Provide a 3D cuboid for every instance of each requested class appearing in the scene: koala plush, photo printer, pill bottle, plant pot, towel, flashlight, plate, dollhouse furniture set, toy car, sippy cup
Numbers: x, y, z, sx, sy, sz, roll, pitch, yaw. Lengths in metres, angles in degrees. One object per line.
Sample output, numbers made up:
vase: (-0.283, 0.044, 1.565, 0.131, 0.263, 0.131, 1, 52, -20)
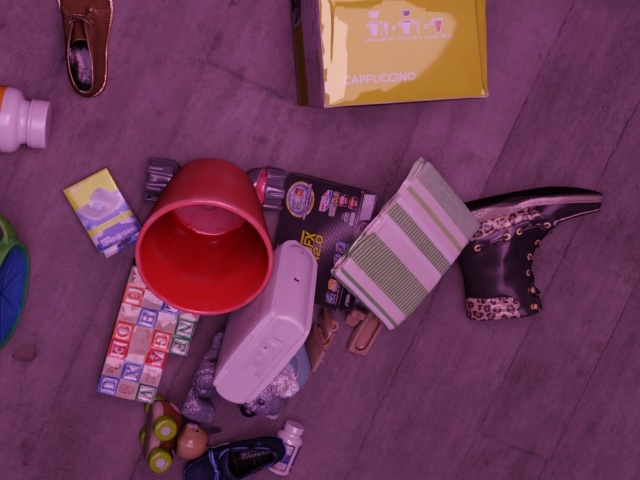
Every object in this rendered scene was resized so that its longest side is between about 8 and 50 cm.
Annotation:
koala plush: (-0.165, 0.318, 1.796, 0.221, 0.203, 0.196, 25, 135, -2)
photo printer: (-0.110, 0.156, 1.671, 0.107, 0.307, 0.256, 31, 118, -15)
pill bottle: (-0.083, 0.497, 1.923, 0.067, 0.067, 0.120, 21, 95, -14)
plant pot: (-0.230, -0.027, 1.630, 0.274, 0.243, 0.275, -2, 124, -3)
towel: (0.191, 0.014, 1.748, 0.325, 0.038, 0.248, -51, 122, -11)
flashlight: (-0.230, -0.129, 1.768, 0.304, 0.103, 0.103, 8, 136, -9)
plate: (-0.114, 0.302, 1.904, 0.188, 0.024, 0.188, -2, 101, -12)
dollhouse furniture set: (0.067, 0.235, 1.863, 0.151, 0.123, 0.144, 21, 111, -18)
pill bottle: (-0.682, -0.252, 1.629, 0.245, 0.136, 0.136, 6, 99, -12)
toy car: (-0.305, 0.442, 1.832, 0.188, 0.155, 0.149, 7, 99, -22)
sippy cup: (-0.750, 0.094, 1.647, 0.224, 0.240, 0.306, 9, 59, -2)

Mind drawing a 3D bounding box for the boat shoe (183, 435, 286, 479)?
boat shoe: (-0.211, 0.513, 1.865, 0.258, 0.089, 0.109, -26, 88, 9)

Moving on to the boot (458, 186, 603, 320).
boot: (0.497, 0.028, 1.919, 0.377, 0.138, 0.284, -10, 101, -6)

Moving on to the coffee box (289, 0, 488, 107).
coffee box: (0.128, -0.451, 1.656, 0.337, 0.334, 0.338, -5, 101, -10)

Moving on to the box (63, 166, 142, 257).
box: (-0.472, -0.058, 1.757, 0.109, 0.042, 0.178, -29, 104, -5)

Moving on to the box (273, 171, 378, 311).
box: (0.000, 0.000, 1.782, 0.060, 0.216, 0.270, 2, 103, -53)

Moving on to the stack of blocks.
stack of blocks: (-0.379, 0.208, 1.800, 0.171, 0.087, 0.297, 16, 96, -14)

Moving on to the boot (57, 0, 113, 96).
boot: (-0.486, -0.450, 1.647, 0.112, 0.115, 0.305, -4, 100, -9)

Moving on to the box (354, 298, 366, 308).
box: (0.084, 0.074, 1.874, 0.180, 0.077, 0.147, 15, 98, -14)
